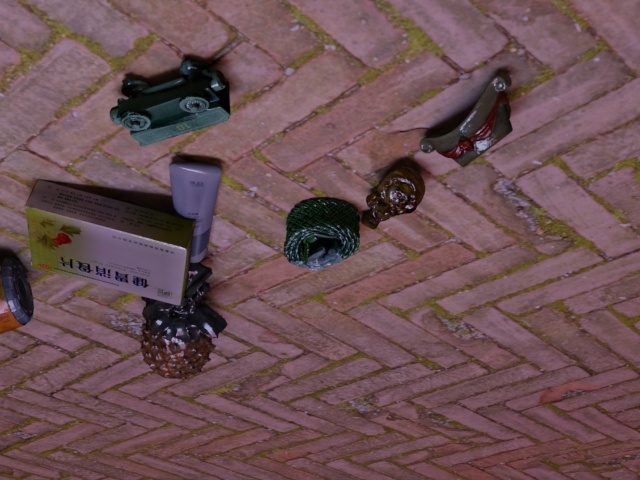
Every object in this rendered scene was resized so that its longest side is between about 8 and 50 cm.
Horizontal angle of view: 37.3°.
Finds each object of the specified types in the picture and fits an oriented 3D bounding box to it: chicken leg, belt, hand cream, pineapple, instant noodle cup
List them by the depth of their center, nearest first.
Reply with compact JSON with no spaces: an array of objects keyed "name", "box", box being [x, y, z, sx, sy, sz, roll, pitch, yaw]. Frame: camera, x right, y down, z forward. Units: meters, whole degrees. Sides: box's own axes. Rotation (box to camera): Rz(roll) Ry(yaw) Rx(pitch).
[{"name":"chicken leg","box":[0.100,-0.058,1.470,0.093,0.070,0.178,-16,169,-21]},{"name":"hand cream","box":[-0.203,-0.046,1.513,0.079,0.048,0.255,2,147,-8]},{"name":"belt","box":[0.000,0.000,1.551,0.121,0.079,0.151,13,148,-20]},{"name":"instant noodle cup","box":[-0.584,0.101,1.673,0.125,0.177,0.208,-14,122,-1]},{"name":"pineapple","box":[-0.253,0.140,1.751,0.170,0.141,0.310,28,143,9]}]

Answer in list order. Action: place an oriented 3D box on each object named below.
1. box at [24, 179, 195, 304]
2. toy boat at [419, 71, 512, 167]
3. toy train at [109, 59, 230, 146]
[{"name":"box","box":[-0.339,0.007,1.535,0.260,0.062,0.175,14,144,-3]},{"name":"toy boat","box":[0.209,-0.153,1.296,0.089,0.071,0.185,-31,174,-42]},{"name":"toy train","box":[-0.194,-0.180,1.263,0.172,0.070,0.099,-13,154,21]}]
